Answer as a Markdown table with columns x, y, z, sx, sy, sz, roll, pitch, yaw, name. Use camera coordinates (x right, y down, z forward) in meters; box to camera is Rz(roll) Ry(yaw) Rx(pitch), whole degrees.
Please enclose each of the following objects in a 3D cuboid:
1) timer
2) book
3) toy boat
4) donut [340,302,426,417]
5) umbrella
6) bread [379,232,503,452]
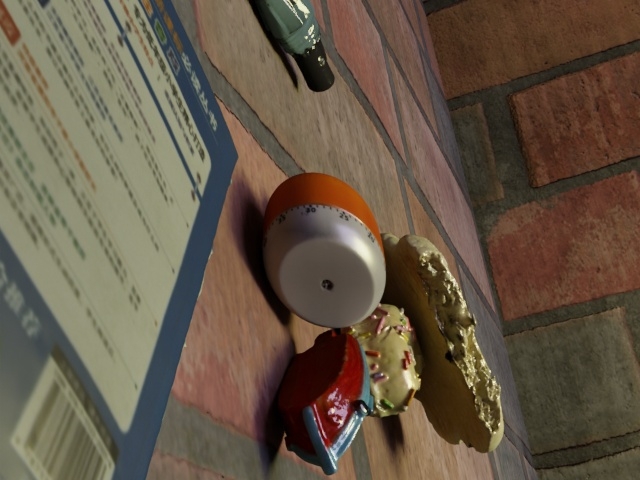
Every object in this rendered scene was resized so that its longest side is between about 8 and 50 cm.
| x | y | z | sx | sy | sz | roll | pitch | yaw | name |
| --- | --- | --- | --- | --- | --- | --- | --- | --- | --- |
| 0.000 | 0.000 | 0.883 | 0.136 | 0.099 | 0.136 | -16 | 90 | -89 | timer |
| -0.135 | -0.064 | 0.525 | 0.428 | 0.039 | 0.300 | -83 | 153 | -58 | book |
| 0.008 | 0.125 | 0.813 | 0.058 | 0.069 | 0.173 | 62 | 11 | -12 | toy boat |
| 0.065 | 0.111 | 1.063 | 0.166 | 0.065 | 0.108 | -11 | 83 | -79 | donut |
| -0.042 | -0.250 | 1.081 | 0.053 | 0.052 | 0.250 | -93 | 161 | -45 | umbrella |
| 0.117 | 0.106 | 1.141 | 0.250 | 0.039 | 0.182 | 69 | -20 | -6 | bread |
